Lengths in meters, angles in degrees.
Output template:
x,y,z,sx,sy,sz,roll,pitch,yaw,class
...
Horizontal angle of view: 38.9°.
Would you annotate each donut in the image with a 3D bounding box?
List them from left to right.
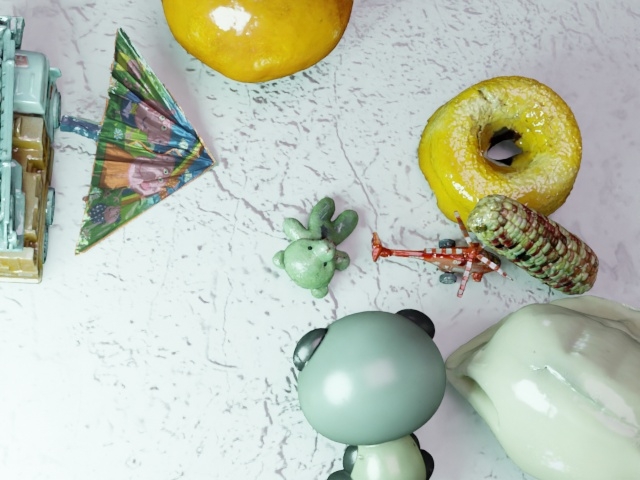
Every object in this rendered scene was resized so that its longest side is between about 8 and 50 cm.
x,y,z,sx,sy,sz,roll,pitch,yaw,class
0.276,-0.132,1.374,0.253,0.118,0.253,0,79,1,donut

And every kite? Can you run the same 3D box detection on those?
x,y,z,sx,sy,sz,roll,pitch,yaw,class
-0.252,-0.125,1.268,0.234,0.016,0.321,12,87,-30,kite

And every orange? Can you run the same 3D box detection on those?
x,y,z,sx,sy,sz,roll,pitch,yaw,class
-0.091,-0.366,1.305,0.284,0.226,0.284,3,67,-7,orange

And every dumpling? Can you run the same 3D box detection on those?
x,y,z,sx,sy,sz,roll,pitch,yaw,class
0.381,0.190,1.208,0.395,0.233,0.315,28,56,35,dumpling

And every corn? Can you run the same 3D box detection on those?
x,y,z,sx,sy,sz,roll,pitch,yaw,class
0.304,0.003,1.297,0.253,0.086,0.086,27,65,-32,corn

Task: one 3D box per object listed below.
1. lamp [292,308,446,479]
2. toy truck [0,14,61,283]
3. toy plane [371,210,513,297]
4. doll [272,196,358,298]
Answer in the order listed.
x,y,z,sx,sy,sz,roll,pitch,yaw,class
0.072,0.212,1.179,0.197,0.198,0.244,-11,97,-16,lamp
-0.411,-0.127,1.169,0.133,0.184,0.338,3,71,-13,toy truck
0.168,0.032,1.308,0.194,0.077,0.126,-15,74,-15,toy plane
0.000,0.000,1.285,0.115,0.077,0.150,34,56,-11,doll
